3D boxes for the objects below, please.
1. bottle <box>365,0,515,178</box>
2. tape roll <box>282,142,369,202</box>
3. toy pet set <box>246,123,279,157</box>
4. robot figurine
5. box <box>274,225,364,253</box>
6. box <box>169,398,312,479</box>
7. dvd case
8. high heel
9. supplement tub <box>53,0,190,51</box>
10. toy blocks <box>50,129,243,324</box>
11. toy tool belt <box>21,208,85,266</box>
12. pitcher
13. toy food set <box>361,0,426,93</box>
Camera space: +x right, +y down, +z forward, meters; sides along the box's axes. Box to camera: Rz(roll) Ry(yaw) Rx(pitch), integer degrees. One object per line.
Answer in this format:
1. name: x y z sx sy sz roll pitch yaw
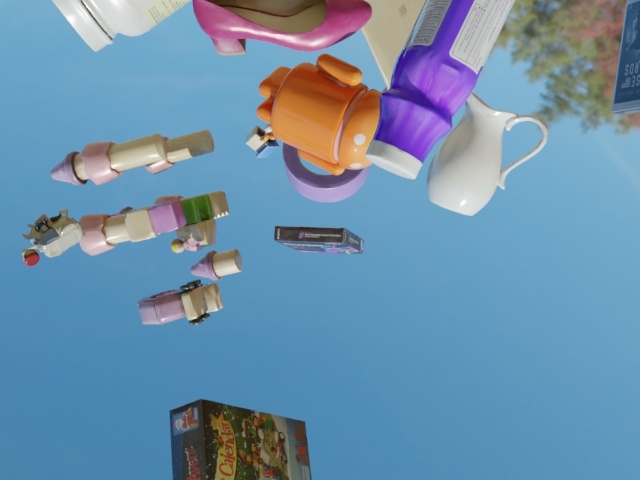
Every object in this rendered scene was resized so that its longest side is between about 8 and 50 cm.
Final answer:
1. bottle: 0.141 -0.211 1.042 0.092 0.282 0.118 26 177 -12
2. tape roll: 0.014 -0.183 1.933 0.189 0.080 0.189 -1 -109 3
3. toy pet set: -0.104 -0.228 1.939 0.065 0.114 0.122 37 -148 -24
4. robot figurine: 0.014 -0.185 1.316 0.219 0.158 0.128 25 -174 15
5. box: 0.000 0.000 1.476 0.116 0.029 0.162 2 172 14
6. box: -0.065 0.277 0.836 0.159 0.044 0.233 26 -131 -49
7. dvd case: 0.608 -0.359 1.648 0.030 0.238 0.179 7 -178 -10
8. high heel: -0.054 -0.328 1.251 0.244 0.117 0.082 -3 -117 11
9. supplement tub: -0.269 -0.461 1.351 0.235 0.325 0.235 55 179 1
10. toy blocks: -0.310 -0.013 1.488 0.260 0.308 0.288 -13 -175 14
11. toy tool belt: -0.338 -0.006 1.101 0.083 0.052 0.051 -35 -125 -22
12. pitcher: 0.291 -0.145 1.581 0.178 0.207 0.125 24 -168 20
13. toy food set: 0.133 -0.467 1.807 0.092 0.306 0.219 18 -122 45
